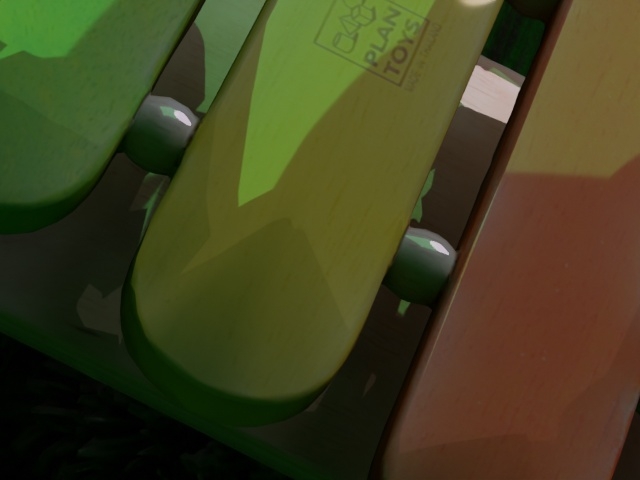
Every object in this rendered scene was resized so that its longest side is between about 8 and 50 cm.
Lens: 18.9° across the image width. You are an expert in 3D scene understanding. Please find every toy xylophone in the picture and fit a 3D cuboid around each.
[{"bbox_3d":[0.000,0.000,0.362,0.323,0.236,0.081,20,-32,-7],"label":"toy xylophone"}]

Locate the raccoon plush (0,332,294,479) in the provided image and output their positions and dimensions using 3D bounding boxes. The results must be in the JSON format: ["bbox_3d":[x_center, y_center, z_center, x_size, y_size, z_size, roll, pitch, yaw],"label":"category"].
[{"bbox_3d":[0.001,-0.039,0.500,0.299,0.446,0.216,5,28,45],"label":"raccoon plush"}]
